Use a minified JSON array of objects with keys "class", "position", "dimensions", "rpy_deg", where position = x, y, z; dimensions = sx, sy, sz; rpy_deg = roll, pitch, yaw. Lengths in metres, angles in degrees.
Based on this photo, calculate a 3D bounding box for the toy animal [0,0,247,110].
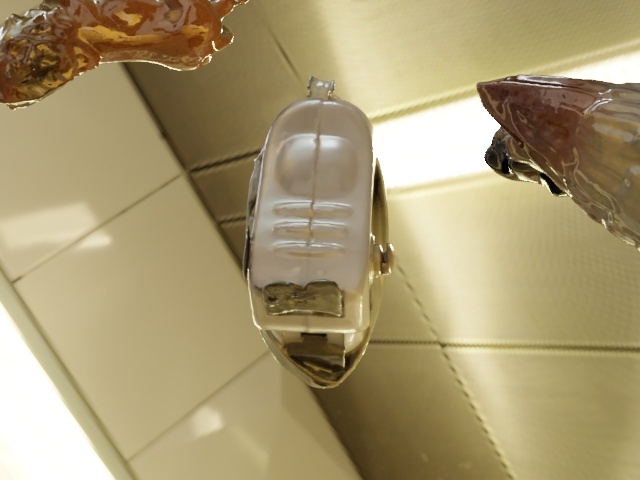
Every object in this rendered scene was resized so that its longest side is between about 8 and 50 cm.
[{"class":"toy animal","position":[-0.193,-0.198,1.051],"dimensions":[0.097,0.312,0.157],"rpy_deg":[109,-34,-54]}]

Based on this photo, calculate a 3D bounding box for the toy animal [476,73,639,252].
[{"class":"toy animal","position":[0.212,-0.025,0.601],"dimensions":[0.324,0.195,0.090],"rpy_deg":[31,-80,41]}]

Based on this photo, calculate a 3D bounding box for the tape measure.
[{"class":"tape measure","position":[0.000,0.000,0.891],"dimensions":[0.120,0.236,0.197],"rpy_deg":[1,-39,4]}]
